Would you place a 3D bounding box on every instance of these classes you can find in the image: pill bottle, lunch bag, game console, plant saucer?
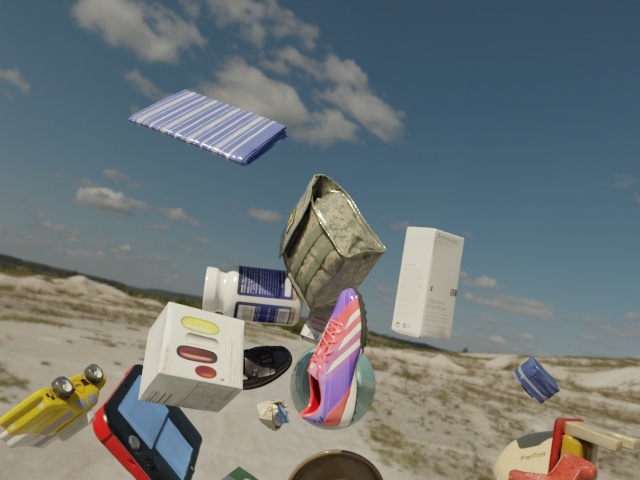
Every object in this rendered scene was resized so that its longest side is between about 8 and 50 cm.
[{"bbox_3d":[-0.187,0.149,1.389,0.264,0.153,0.153,8,-9,-11],"label":"pill bottle"},{"bbox_3d":[0.000,0.000,1.324,0.168,0.287,0.235,-7,-37,-37],"label":"lunch bag"},{"bbox_3d":[-0.467,0.539,1.423,0.342,0.060,0.386,51,1,-9],"label":"game console"},{"bbox_3d":[0.039,0.685,1.352,0.277,0.278,0.041,14,7,-5],"label":"plant saucer"},{"bbox_3d":[0.509,0.334,1.188,0.098,0.065,0.067,47,18,0],"label":"lunch bag"}]

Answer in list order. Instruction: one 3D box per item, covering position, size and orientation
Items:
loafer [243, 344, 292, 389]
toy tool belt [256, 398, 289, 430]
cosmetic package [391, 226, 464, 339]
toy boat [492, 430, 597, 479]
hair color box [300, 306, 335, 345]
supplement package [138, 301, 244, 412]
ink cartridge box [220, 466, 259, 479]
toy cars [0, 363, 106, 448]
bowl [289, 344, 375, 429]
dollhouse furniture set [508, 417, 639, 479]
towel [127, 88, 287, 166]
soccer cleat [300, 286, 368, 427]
[{"bbox_3d":[-0.225,0.362,1.407,0.302,0.109,0.095,-15,-30,-9],"label":"loafer"},{"bbox_3d":[-0.075,0.308,0.890,0.051,0.052,0.083,-27,-44,2],"label":"toy tool belt"},{"bbox_3d":[0.237,0.094,1.100,0.117,0.231,0.085,13,-5,-41],"label":"cosmetic package"},{"bbox_3d":[0.537,0.619,1.200,0.148,0.318,0.267,41,-43,-15],"label":"toy boat"},{"bbox_3d":[0.005,0.216,1.389,0.071,0.141,0.043,18,-28,15],"label":"hair color box"},{"bbox_3d":[-0.309,0.287,1.227,0.203,0.194,0.149,19,-48,-27],"label":"supplement package"},{"bbox_3d":[-0.238,0.738,1.388,0.171,0.056,0.235,24,10,24],"label":"ink cartridge box"},{"bbox_3d":[-0.468,0.319,0.904,0.176,0.087,0.393,-31,-6,-39],"label":"toy cars"},{"bbox_3d":[0.032,0.485,1.729,0.311,0.312,0.163,11,-20,12],"label":"bowl"},{"bbox_3d":[0.221,0.386,0.561,0.201,0.375,0.152,17,-10,-39],"label":"dollhouse furniture set"},{"bbox_3d":[-0.278,-0.292,1.293,0.335,0.243,0.040,22,-52,13],"label":"towel"},{"bbox_3d":[0.031,0.262,1.150,0.116,0.319,0.108,10,-6,-19],"label":"soccer cleat"}]
